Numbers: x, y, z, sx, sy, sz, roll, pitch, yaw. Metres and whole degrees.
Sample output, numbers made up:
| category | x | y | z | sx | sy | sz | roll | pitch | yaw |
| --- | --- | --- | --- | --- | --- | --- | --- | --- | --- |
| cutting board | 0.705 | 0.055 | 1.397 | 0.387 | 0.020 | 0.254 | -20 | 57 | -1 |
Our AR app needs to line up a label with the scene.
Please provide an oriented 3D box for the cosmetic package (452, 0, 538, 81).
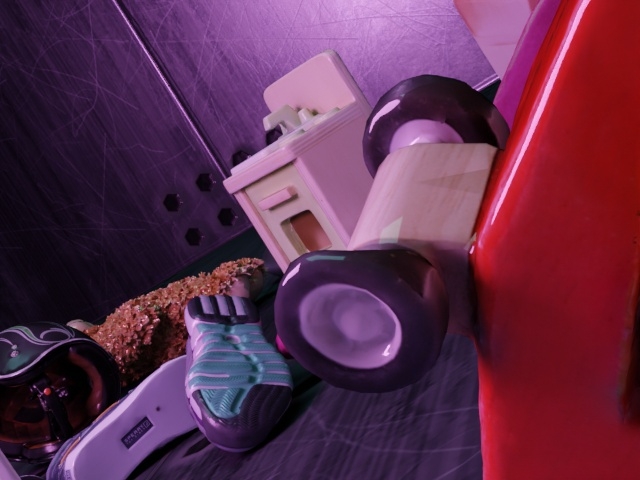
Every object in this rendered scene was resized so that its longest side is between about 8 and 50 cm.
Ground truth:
| category | x | y | z | sx | sy | sz | roll | pitch | yaw |
| --- | --- | --- | --- | --- | --- | --- | --- | --- | --- |
| cosmetic package | 0.283 | -0.226 | 1.180 | 0.296 | 0.129 | 0.153 | 1 | 53 | 41 |

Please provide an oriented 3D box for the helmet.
| category | x | y | z | sx | sy | sz | roll | pitch | yaw |
| --- | --- | --- | --- | --- | --- | --- | --- | --- | --- |
| helmet | -0.325 | 0.171 | 1.565 | 0.162 | 0.169 | 0.169 | -3 | 25 | 45 |

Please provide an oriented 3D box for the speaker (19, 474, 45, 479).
| category | x | y | z | sx | sy | sz | roll | pitch | yaw |
| --- | --- | --- | --- | --- | --- | --- | --- | --- | --- |
| speaker | -0.283 | 0.244 | 1.235 | 0.055 | 0.055 | 0.136 | -36 | 7 | -34 |

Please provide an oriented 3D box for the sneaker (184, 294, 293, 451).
| category | x | y | z | sx | sy | sz | roll | pitch | yaw |
| --- | --- | --- | --- | --- | --- | --- | --- | --- | --- |
| sneaker | -0.071 | 0.128 | 1.113 | 0.083 | 0.098 | 0.223 | 4 | 22 | -8 |

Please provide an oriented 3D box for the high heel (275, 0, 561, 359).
| category | x | y | z | sx | sy | sz | roll | pitch | yaw |
| --- | --- | --- | --- | --- | --- | --- | --- | --- | --- |
| high heel | 0.095 | -0.057 | 1.132 | 0.377 | 0.181 | 0.127 | -32 | 6 | -3 |

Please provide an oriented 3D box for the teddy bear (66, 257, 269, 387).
| category | x | y | z | sx | sy | sz | roll | pitch | yaw |
| --- | --- | --- | --- | --- | --- | --- | --- | --- | --- |
| teddy bear | -0.222 | 0.108 | 1.827 | 0.338 | 0.113 | 0.245 | -29 | 4 | 26 |

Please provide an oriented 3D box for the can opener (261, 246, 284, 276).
| category | x | y | z | sx | sy | sz | roll | pitch | yaw |
| --- | --- | --- | --- | --- | --- | --- | --- | --- | --- |
| can opener | 0.000 | 0.000 | 1.865 | 0.280 | 0.074 | 0.093 | -23 | 45 | 68 |

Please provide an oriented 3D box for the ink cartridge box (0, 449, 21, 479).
| category | x | y | z | sx | sy | sz | roll | pitch | yaw |
| --- | --- | --- | --- | --- | --- | --- | --- | --- | --- |
| ink cartridge box | -0.356 | 0.267 | 1.103 | 0.197 | 0.114 | 0.273 | -36 | 5 | -35 |

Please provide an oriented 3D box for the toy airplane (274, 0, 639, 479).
| category | x | y | z | sx | sy | sz | roll | pitch | yaw |
| --- | --- | --- | --- | --- | --- | --- | --- | --- | --- |
| toy airplane | 0.170 | -0.075 | 0.411 | 0.384 | 0.272 | 0.386 | 90 | -156 | -82 |

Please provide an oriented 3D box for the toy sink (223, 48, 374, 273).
| category | x | y | z | sx | sy | sz | roll | pitch | yaw |
| --- | --- | --- | --- | --- | --- | --- | --- | --- | --- |
| toy sink | -0.006 | -0.068 | 1.536 | 0.131 | 0.234 | 0.153 | -35 | 7 | -34 |

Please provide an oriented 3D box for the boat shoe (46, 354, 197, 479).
| category | x | y | z | sx | sy | sz | roll | pitch | yaw |
| --- | --- | --- | --- | --- | --- | --- | --- | --- | --- |
| boat shoe | -0.166 | 0.163 | 1.234 | 0.183 | 0.065 | 0.083 | -36 | 8 | -32 |
